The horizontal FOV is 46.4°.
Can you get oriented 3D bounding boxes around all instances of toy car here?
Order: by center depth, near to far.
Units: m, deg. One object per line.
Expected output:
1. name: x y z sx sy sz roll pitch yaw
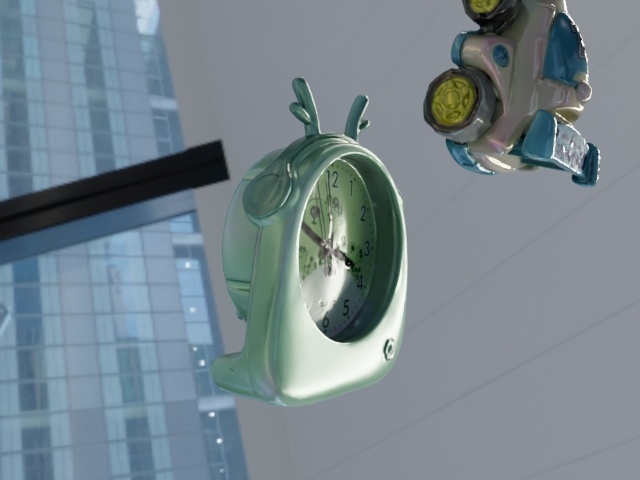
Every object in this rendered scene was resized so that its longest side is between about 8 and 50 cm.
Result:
1. toy car: 0.157 -0.120 0.528 0.098 0.126 0.161 20 -87 39

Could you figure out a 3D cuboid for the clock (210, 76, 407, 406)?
1. clock: 0.000 0.000 0.509 0.066 0.159 0.211 4 -90 35
